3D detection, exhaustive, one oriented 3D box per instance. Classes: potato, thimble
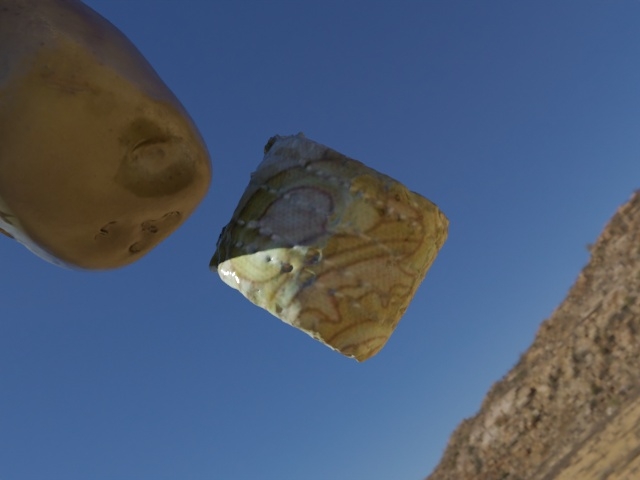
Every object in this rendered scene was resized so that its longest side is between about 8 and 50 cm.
[{"bbox_3d":[-0.263,-0.115,0.769,0.221,0.326,0.243,-45,6,-10],"label":"potato"},{"bbox_3d":[0.000,0.000,0.703,0.144,0.190,0.137,-59,-19,-1],"label":"thimble"}]
